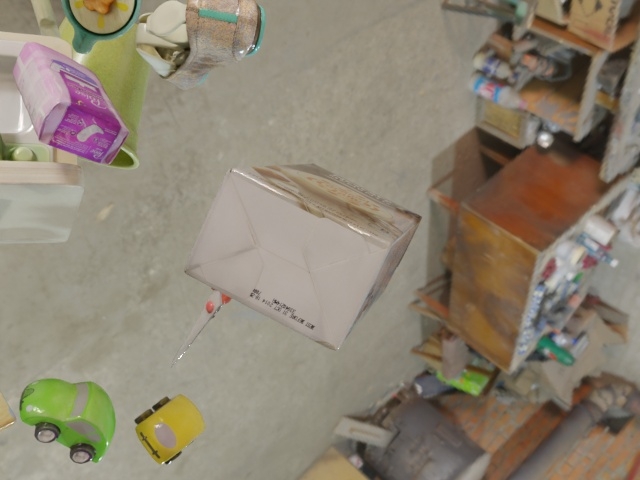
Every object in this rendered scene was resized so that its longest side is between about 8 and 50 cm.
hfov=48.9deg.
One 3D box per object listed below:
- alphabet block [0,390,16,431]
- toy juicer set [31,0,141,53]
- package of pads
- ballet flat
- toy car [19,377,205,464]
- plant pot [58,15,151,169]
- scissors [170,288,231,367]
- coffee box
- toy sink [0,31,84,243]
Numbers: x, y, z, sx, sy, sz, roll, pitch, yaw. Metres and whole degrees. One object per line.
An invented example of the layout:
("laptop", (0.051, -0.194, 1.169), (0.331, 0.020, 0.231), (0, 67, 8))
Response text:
("alphabet block", (-0.677, 0.294, 1.170), (0.193, 0.192, 0.197), (-33, 177, 19))
("toy juicer set", (-0.372, -0.420, 1.130), (0.329, 0.209, 0.089), (-33, -175, 13))
("package of pads", (-0.155, -0.085, 0.432), (0.050, 0.083, 0.032), (19, 115, -45))
("ballet flat", (-0.173, -0.260, 0.890), (0.106, 0.316, 0.107), (3, 89, -27))
("toy car", (-0.188, 0.200, 0.691), (0.053, 0.239, 0.225), (-37, 122, 14))
("plant pot", (-0.456, -0.313, 1.407), (0.276, 0.276, 0.253), (38, 66, -61))
("scissors", (-0.140, 0.086, 0.987), (0.021, 0.109, 0.297), (3, 117, -51))
("coffee box", (0.000, 0.000, 0.649), (0.098, 0.141, 0.246), (-65, 171, 12))
("toy sink", (-0.267, -0.078, 0.532), (0.153, 0.131, 0.234), (-2, 172, -22))
